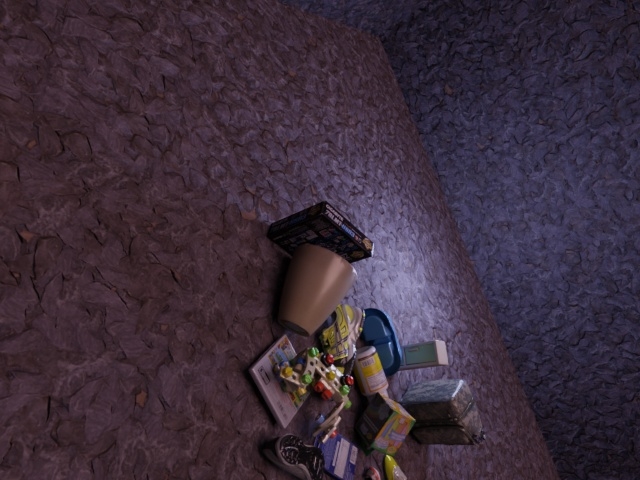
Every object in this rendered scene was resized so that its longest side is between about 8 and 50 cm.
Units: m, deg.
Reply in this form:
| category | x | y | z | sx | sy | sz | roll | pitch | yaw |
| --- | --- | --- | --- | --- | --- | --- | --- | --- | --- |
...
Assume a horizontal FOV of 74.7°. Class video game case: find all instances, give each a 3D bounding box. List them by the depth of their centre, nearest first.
| category | x | y | z | sx | sy | sz | roll | pitch | yaw |
| --- | --- | --- | --- | --- | --- | --- | --- | --- | --- |
| video game case | -0.124 | 0.462 | 1.393 | 0.226 | 0.026 | 0.206 | 63 | 33 | -8 |

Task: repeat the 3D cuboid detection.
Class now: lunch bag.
| category | x | y | z | sx | sy | sz | roll | pitch | yaw |
| --- | --- | --- | --- | --- | --- | --- | --- | --- | --- |
| lunch bag | 0.546 | 0.780 | 1.862 | 0.213 | 0.305 | 0.255 | -26 | 92 | -52 |

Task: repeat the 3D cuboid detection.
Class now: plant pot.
| category | x | y | z | sx | sy | sz | roll | pitch | yaw |
| --- | --- | --- | --- | --- | --- | --- | --- | --- | --- |
| plant pot | -0.038 | 0.197 | 1.520 | 0.256 | 0.257 | 0.273 | 44 | 59 | -28 |

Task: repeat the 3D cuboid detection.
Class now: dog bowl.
| category | x | y | z | sx | sy | sz | roll | pitch | yaw |
| --- | --- | --- | --- | --- | --- | --- | --- | --- | --- |
| dog bowl | 0.254 | 0.432 | 1.807 | 0.074 | 0.166 | 0.296 | -1 | 72 | -63 |

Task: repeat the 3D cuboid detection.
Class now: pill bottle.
| category | x | y | z | sx | sy | sz | roll | pitch | yaw |
| --- | --- | --- | --- | --- | --- | --- | --- | --- | --- |
| pill bottle | 0.202 | 0.550 | 1.710 | 0.117 | 0.117 | 0.214 | -16 | 85 | -53 |

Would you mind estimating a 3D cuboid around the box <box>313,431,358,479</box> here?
| category | x | y | z | sx | sy | sz | roll | pitch | yaw |
| --- | --- | --- | --- | --- | --- | --- | --- | --- | --- |
| box | 0.045 | 0.754 | 1.483 | 0.225 | 0.037 | 0.136 | 46 | 42 | -26 |

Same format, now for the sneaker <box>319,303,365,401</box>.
| category | x | y | z | sx | sy | sz | roll | pitch | yaw |
| --- | --- | --- | --- | --- | --- | --- | --- | --- | --- |
| sneaker | 0.057 | 0.422 | 1.616 | 0.147 | 0.145 | 0.384 | 20 | 54 | -5 |

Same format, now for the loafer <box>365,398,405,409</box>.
| category | x | y | z | sx | sy | sz | roll | pitch | yaw |
| --- | --- | --- | --- | --- | --- | --- | --- | --- | --- |
| loafer | 0.267 | 0.719 | 1.753 | 0.220 | 0.080 | 0.078 | 6 | 90 | -39 |

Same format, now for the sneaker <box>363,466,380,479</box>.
| category | x | y | z | sx | sy | sz | roll | pitch | yaw |
| --- | --- | --- | --- | --- | --- | --- | --- | --- | --- |
| sneaker | 0.205 | 0.943 | 1.577 | 0.065 | 0.061 | 0.157 | -15 | 74 | -42 |

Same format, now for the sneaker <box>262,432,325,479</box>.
| category | x | y | z | sx | sy | sz | roll | pitch | yaw |
| --- | --- | --- | --- | --- | --- | --- | --- | --- | --- |
| sneaker | -0.075 | 0.688 | 1.321 | 0.271 | 0.108 | 0.100 | 51 | 36 | -30 |

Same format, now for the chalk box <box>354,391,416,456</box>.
| category | x | y | z | sx | sy | sz | roll | pitch | yaw |
| --- | --- | --- | --- | --- | --- | --- | --- | --- | --- |
| chalk box | 0.234 | 0.723 | 1.605 | 0.132 | 0.132 | 0.212 | 34 | 89 | -25 |

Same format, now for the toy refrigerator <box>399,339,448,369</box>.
| category | x | y | z | sx | sy | sz | roll | pitch | yaw |
| --- | --- | --- | --- | --- | --- | --- | --- | --- | --- |
| toy refrigerator | 0.416 | 0.516 | 1.863 | 0.094 | 0.270 | 0.102 | 20 | 58 | -44 |

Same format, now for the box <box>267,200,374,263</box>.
| category | x | y | z | sx | sy | sz | roll | pitch | yaw |
| --- | --- | --- | --- | --- | --- | --- | --- | --- | --- |
| box | 0.000 | 0.000 | 1.592 | 0.293 | 0.296 | 0.073 | 37 | 49 | -33 |

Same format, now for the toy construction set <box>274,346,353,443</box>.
| category | x | y | z | sx | sy | sz | roll | pitch | yaw |
| --- | --- | --- | --- | --- | --- | --- | --- | --- | --- |
| toy construction set | -0.007 | 0.492 | 1.380 | 0.327 | 0.151 | 0.215 | 61 | 33 | -12 |

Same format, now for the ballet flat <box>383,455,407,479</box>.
| category | x | y | z | sx | sy | sz | roll | pitch | yaw |
| --- | --- | --- | --- | --- | --- | --- | --- | --- | --- |
| ballet flat | 0.311 | 0.975 | 1.664 | 0.077 | 0.077 | 0.230 | 13 | 62 | -46 |
